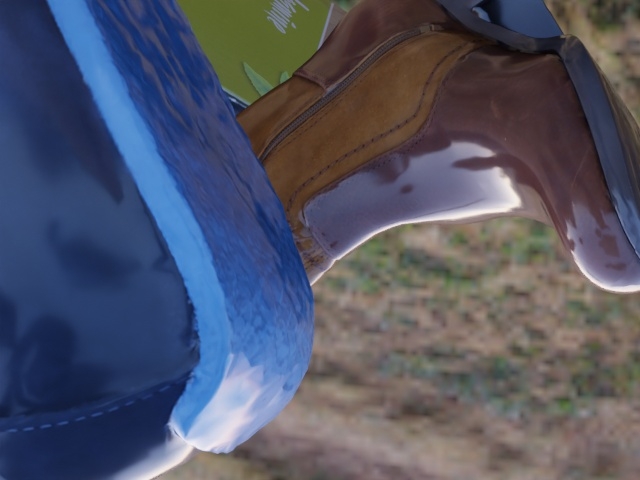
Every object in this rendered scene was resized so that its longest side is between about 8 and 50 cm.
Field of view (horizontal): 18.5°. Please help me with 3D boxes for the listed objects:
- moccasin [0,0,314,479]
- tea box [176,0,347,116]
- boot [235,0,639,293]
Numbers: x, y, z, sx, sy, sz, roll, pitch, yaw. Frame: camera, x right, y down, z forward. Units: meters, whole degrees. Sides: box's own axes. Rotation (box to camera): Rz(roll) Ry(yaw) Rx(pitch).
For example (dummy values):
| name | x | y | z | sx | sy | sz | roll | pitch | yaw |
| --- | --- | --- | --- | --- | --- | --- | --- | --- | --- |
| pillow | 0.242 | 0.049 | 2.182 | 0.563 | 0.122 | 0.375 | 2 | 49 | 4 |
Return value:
| name | x | y | z | sx | sy | sz | roll | pitch | yaw |
| --- | --- | --- | --- | --- | --- | --- | --- | --- | --- |
| moccasin | -0.122 | -0.091 | 0.470 | 0.117 | 0.342 | 0.138 | -30 | 153 | 11 |
| tea box | -0.190 | -0.053 | 1.258 | 0.323 | 0.220 | 0.329 | 32 | 117 | -9 |
| boot | 0.000 | 0.000 | 0.854 | 0.280 | 0.264 | 0.096 | -34 | 132 | 6 |
